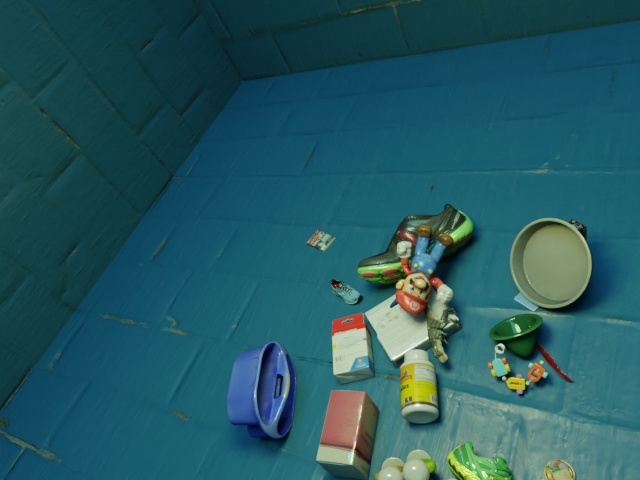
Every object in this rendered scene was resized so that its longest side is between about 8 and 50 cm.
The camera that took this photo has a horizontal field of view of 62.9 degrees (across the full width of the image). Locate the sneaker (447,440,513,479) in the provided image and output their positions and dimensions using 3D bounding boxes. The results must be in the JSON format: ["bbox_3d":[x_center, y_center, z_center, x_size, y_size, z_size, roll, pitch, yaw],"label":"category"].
[{"bbox_3d":[0.482,0.654,1.415,0.123,0.110,0.295,-41,47,-17],"label":"sneaker"}]

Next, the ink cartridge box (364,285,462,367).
[{"bbox_3d":[0.328,0.290,1.893,0.275,0.060,0.239,-31,41,1],"label":"ink cartridge box"}]

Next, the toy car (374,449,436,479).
[{"bbox_3d":[0.255,0.696,1.508,0.181,0.159,0.137,-22,77,11],"label":"toy car"}]

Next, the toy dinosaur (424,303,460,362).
[{"bbox_3d":[0.406,0.278,1.773,0.118,0.064,0.268,-26,39,16],"label":"toy dinosaur"}]

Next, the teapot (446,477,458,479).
[{"bbox_3d":[0.337,0.768,1.343,0.187,0.255,0.253,-51,54,37],"label":"teapot"}]

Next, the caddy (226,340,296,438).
[{"bbox_3d":[-0.186,0.526,1.845,0.179,0.241,0.342,-17,44,23],"label":"caddy"}]

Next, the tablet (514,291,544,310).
[{"bbox_3d":[0.711,0.202,1.784,0.054,0.006,0.083,-41,42,-10],"label":"tablet"}]

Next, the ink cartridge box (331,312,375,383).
[{"bbox_3d":[0.117,0.390,1.910,0.134,0.078,0.231,-17,44,16],"label":"ink cartridge box"}]

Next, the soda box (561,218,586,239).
[{"bbox_3d":[0.852,0.012,1.755,0.053,0.169,0.060,-36,41,-9],"label":"soda box"}]

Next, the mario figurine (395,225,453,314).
[{"bbox_3d":[0.361,0.102,1.805,0.197,0.170,0.321,4,62,38],"label":"mario figurine"}]

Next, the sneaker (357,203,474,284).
[{"bbox_3d":[0.351,0.017,2.026,0.482,0.185,0.202,-26,63,-7],"label":"sneaker"}]

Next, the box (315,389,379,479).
[{"bbox_3d":[0.091,0.614,1.661,0.126,0.149,0.233,-5,49,26],"label":"box"}]

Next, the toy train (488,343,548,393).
[{"bbox_3d":[0.605,0.394,1.609,0.166,0.046,0.125,30,99,33],"label":"toy train"}]

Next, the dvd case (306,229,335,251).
[{"bbox_3d":[0.000,0.000,2.399,0.119,0.013,0.087,22,64,44],"label":"dvd case"}]

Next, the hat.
[{"bbox_3d":[0.655,0.354,1.664,0.172,0.184,0.208,-24,3,12],"label":"hat"}]

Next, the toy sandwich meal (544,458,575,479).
[{"bbox_3d":[0.642,0.627,1.405,0.085,0.029,0.086,-17,44,17],"label":"toy sandwich meal"}]

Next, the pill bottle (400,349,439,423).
[{"bbox_3d":[0.316,0.466,1.688,0.117,0.117,0.215,-14,45,20],"label":"pill bottle"}]

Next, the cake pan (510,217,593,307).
[{"bbox_3d":[0.759,0.073,1.716,0.054,0.294,0.293,0,29,-32],"label":"cake pan"}]

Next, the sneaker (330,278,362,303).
[{"bbox_3d":[0.095,0.202,2.105,0.162,0.073,0.063,20,63,42],"label":"sneaker"}]
